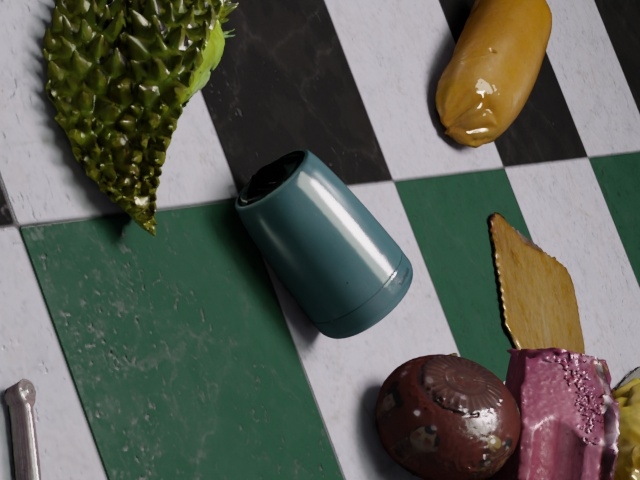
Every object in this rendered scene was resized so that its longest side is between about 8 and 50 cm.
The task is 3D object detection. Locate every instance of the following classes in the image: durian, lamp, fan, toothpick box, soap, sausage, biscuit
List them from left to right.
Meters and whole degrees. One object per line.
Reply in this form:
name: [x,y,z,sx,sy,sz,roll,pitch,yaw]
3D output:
fan: [-0.216,0.238,1.179,0.057,0.023,0.282,11,60,-46]
durian: [-0.170,-0.177,1.510,0.355,0.157,0.169,-75,168,-48]
toothpick box: [0.000,0.000,1.612,0.184,0.120,0.120,51,32,-20]
lamp: [0.133,0.200,1.681,0.157,0.135,0.156,-12,42,-38]
sausage: [0.244,-0.244,2.208,0.134,0.116,0.354,63,31,-27]
biscuit: [0.303,0.100,2.149,0.232,0.013,0.237,34,41,-44]
soap: [0.251,0.266,1.754,0.182,0.112,0.289,124,-25,-82]

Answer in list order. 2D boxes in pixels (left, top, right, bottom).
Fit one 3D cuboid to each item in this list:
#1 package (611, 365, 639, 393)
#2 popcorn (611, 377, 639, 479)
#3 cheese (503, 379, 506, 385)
package: [0.497,0.307,2.300,0.239,0.030,0.154,65,27,0]
popcorn: [0.433,0.326,2.010,0.265,0.225,0.332,48,54,-9]
cheese: [0.271,0.273,1.903,0.127,0.054,0.251,-2,51,-18]
